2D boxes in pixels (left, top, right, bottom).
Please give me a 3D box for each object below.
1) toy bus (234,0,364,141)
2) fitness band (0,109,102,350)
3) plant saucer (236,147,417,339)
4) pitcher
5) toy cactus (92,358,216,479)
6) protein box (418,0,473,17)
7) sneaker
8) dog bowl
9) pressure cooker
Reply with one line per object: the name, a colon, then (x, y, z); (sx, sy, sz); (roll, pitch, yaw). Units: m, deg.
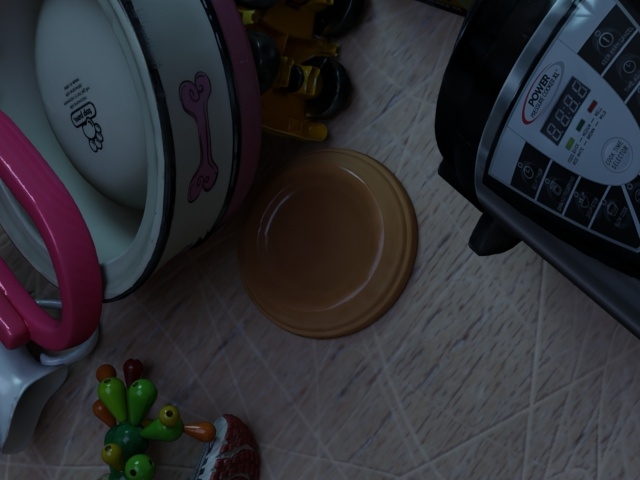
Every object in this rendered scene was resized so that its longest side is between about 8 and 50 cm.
toy bus: (-0.083, -0.218, 1.621); (0.211, 0.149, 0.220); (4, 84, 38)
fitness band: (-0.320, -0.012, 1.598); (0.291, 0.054, 0.209); (48, 136, 25)
plant saucer: (0.000, 0.000, 1.592); (0.200, 0.037, 0.200); (-4, 79, 23)
pitcher: (-0.361, 0.104, 1.699); (0.207, 0.125, 0.178); (36, 75, 15)
toy cactus: (-0.189, 0.222, 1.569); (0.219, 0.112, 0.180); (42, 116, 62)
protein box: (0.106, -0.352, 1.519); (0.136, 0.201, 0.199); (24, 90, 26)
sneaker: (-0.138, 0.278, 1.573); (0.093, 0.088, 0.225); (23, 88, 31)
dog bowl: (-0.217, -0.152, 1.561); (0.408, 0.150, 0.408); (26, 126, 42)
pressure cooker: (0.300, -0.116, 1.305); (0.370, 0.375, 0.420); (-40, 64, -15)
